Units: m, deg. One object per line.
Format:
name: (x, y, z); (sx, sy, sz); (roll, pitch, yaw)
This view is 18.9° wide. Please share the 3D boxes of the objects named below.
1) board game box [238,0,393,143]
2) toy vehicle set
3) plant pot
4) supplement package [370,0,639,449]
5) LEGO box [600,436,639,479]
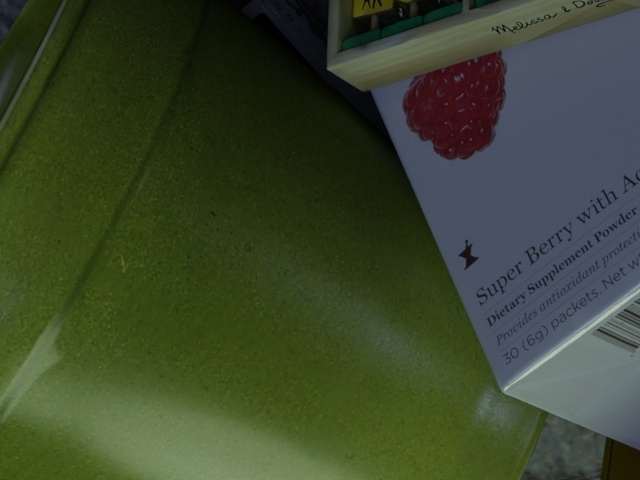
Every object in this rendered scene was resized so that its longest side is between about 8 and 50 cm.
board game box: (0.000, 0.000, 1.282); (0.193, 0.053, 0.305); (-37, 102, 25)
toy vehicle set: (0.122, -0.190, 1.007); (0.267, 0.166, 0.035); (-15, 152, 34)
plant pot: (-0.064, 0.048, 1.118); (0.353, 0.366, 0.366); (30, 117, -14)
supplement package: (0.159, -0.058, 1.065); (0.177, 0.293, 0.175); (-40, 140, 23)
LEGO box: (0.409, 0.097, 1.057); (0.500, 0.372, 0.193); (-31, 105, 24)
